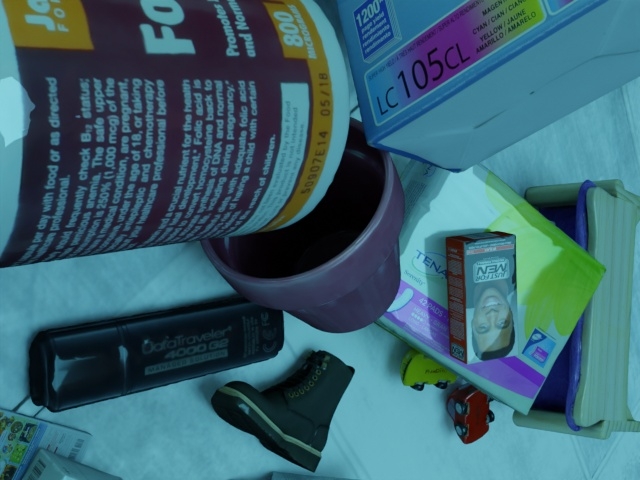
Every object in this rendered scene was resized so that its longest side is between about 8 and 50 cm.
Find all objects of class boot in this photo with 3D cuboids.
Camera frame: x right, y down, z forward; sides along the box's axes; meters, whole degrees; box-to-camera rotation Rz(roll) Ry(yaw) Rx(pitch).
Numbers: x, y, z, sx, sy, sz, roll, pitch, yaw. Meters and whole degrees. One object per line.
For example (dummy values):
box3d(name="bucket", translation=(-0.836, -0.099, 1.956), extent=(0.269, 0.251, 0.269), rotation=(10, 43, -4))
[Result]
box3d(name="boot", translation=(-0.036, 0.165, 0.902), extent=(0.137, 0.076, 0.198), rotation=(-62, 146, -19))

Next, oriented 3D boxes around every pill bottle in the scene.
box3d(name="pill bottle", translation=(-0.188, -0.098, 0.581), extent=(0.392, 0.224, 0.224), rotation=(-9, 106, -43))

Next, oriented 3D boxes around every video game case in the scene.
box3d(name="video game case", translation=(-0.275, 0.201, 0.717), extent=(0.122, 0.011, 0.087), rotation=(32, 78, -43))

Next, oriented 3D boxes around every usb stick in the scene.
box3d(name="usb stick", translation=(-0.150, 0.105, 0.790), extent=(0.278, 0.045, 0.077), rotation=(-7, 98, -42))

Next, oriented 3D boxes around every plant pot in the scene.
box3d(name="plant pot", translation=(0.000, 0.000, 0.820), extent=(0.201, 0.201, 0.180), rotation=(-57, 147, -18))

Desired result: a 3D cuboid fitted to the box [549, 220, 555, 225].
box3d(name="box", translation=(0.263, 0.010, 1.129), extent=(0.101, 0.087, 0.102), rotation=(7, 94, -44))

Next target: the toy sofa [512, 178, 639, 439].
box3d(name="toy sofa", translation=(0.367, 0.097, 1.162), extent=(0.177, 0.150, 0.363), rotation=(11, 81, -41))

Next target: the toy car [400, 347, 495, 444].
box3d(name="toy car", translation=(0.224, 0.153, 1.123), extent=(0.225, 0.053, 0.239), rotation=(-48, 130, -4))

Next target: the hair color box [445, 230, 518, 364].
box3d(name="hair color box", translation=(0.185, 0.064, 0.909), extent=(0.072, 0.043, 0.141), rotation=(-8, 100, -20))

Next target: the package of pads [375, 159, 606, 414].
box3d(name="package of pads", translation=(0.192, 0.046, 0.987), extent=(0.296, 0.101, 0.229), rotation=(33, 84, -22))

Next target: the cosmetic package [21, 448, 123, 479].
box3d(name="cosmetic package", translation=(-0.265, 0.317, 0.709), extent=(0.099, 0.060, 0.239), rotation=(39, 77, -43))

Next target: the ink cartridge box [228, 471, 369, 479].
box3d(name="ink cartridge box", translation=(-0.024, 0.392, 0.951), extent=(0.224, 0.045, 0.223), rotation=(10, 93, -16))

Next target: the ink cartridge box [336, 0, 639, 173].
box3d(name="ink cartridge box", translation=(0.145, -0.301, 0.753), extent=(0.151, 0.270, 0.396), rotation=(15, 57, -44))
